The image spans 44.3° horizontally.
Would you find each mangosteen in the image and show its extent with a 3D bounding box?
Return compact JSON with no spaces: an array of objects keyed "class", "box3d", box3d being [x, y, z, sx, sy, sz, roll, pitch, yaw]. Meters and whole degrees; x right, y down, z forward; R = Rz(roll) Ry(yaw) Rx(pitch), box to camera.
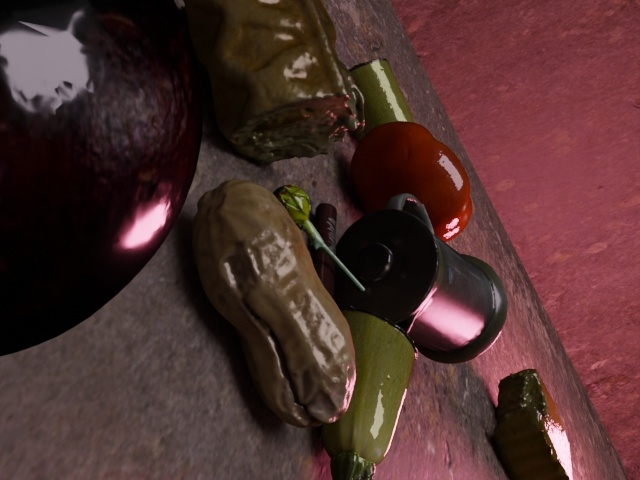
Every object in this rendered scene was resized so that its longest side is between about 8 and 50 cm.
[{"class":"mangosteen","box3d":[-0.193,-0.088,0.408,0.297,0.313,0.297,38,18,-15]}]

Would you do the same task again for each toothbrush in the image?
[{"class":"toothbrush","box3d":[0.001,0.062,1.128,0.041,0.040,0.364,53,24,-31]}]

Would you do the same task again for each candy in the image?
[{"class":"candy","box3d":[0.000,0.000,1.123,0.194,0.058,0.062,50,38,-5]}]

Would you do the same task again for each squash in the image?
[{"class":"squash","box3d":[0.057,0.199,0.988,0.137,0.137,0.287,56,24,-23]},{"class":"squash","box3d":[0.130,-0.253,1.680,0.247,0.132,0.132,67,20,1]}]

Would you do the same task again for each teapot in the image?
[{"class":"teapot","box3d":[0.157,0.050,1.288,0.337,0.200,0.271,29,52,-55]}]

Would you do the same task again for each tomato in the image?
[{"class":"tomato","box3d":[0.168,-0.101,1.490,0.260,0.180,0.260,49,-12,14]}]

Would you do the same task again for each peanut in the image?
[{"class":"peanut","box3d":[-0.050,0.070,0.864,0.290,0.130,0.130,62,20,-4]}]

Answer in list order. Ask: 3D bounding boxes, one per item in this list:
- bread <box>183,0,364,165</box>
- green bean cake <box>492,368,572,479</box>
[{"class":"bread","box3d":[-0.067,-0.251,1.109,0.196,0.238,0.252,122,-43,-65]},{"class":"green bean cake","box3d":[0.462,0.427,1.735,0.233,0.124,0.236,63,20,-8]}]
